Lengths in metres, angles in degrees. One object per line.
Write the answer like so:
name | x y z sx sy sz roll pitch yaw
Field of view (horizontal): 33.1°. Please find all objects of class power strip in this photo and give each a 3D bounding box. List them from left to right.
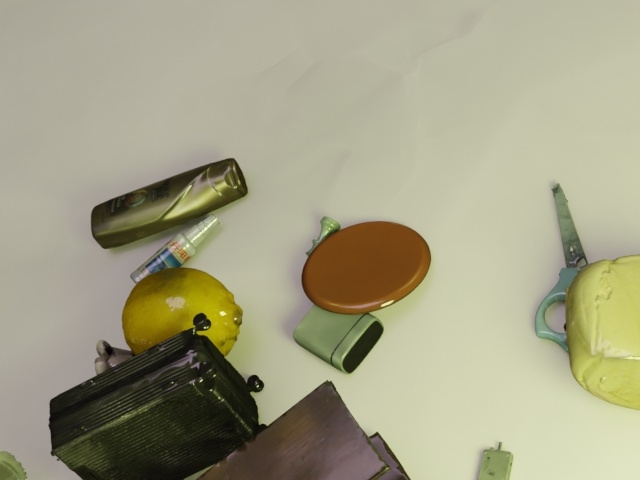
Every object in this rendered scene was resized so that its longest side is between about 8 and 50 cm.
power strip | 0.273 0.381 1.697 0.051 0.019 0.136 -2 55 29

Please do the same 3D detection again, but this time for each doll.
doll | -0.382 0.278 2.069 0.095 0.149 0.192 -63 27 31

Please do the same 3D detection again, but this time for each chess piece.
chess piece | 0.000 0.000 2.128 0.042 0.042 0.093 22 73 38

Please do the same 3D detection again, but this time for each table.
table | -0.015 0.402 1.665 0.282 0.250 0.196 -37 52 0

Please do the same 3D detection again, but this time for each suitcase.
suitcase | -0.286 0.312 1.910 0.335 0.229 0.152 -27 39 9

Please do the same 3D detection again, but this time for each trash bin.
trash bin | 0.032 0.168 1.965 0.130 0.059 0.116 27 69 41

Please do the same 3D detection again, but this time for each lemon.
lemon | -0.263 0.152 2.039 0.260 0.204 0.204 -4 54 26

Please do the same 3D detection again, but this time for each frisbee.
frisbee | 0.084 0.045 2.019 0.250 0.021 0.251 -10 39 9

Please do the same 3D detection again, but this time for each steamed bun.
steamed bun | 0.512 0.144 1.654 0.273 0.166 0.232 0 48 3

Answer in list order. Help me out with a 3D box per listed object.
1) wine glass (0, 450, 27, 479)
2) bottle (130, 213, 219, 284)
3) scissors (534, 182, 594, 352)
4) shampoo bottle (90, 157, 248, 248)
wine glass | -0.643 0.555 1.914 0.238 0.238 0.323 -23 43 11
bottle | -0.301 0.023 2.256 0.217 0.060 0.060 -43 47 -7
scissors | 0.444 0.035 1.869 0.191 0.029 0.360 -15 48 12
shampoo bottle | -0.328 -0.082 2.337 0.350 0.084 0.125 -18 47 14
